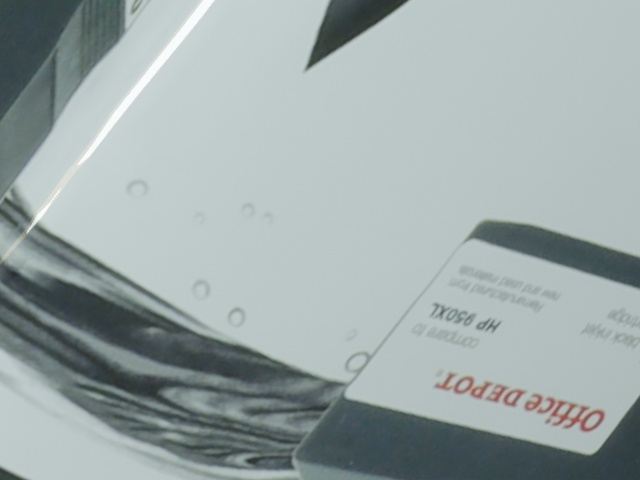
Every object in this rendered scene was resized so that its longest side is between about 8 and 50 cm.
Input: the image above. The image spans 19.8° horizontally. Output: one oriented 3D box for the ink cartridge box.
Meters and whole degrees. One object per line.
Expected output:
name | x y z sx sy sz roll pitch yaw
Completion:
ink cartridge box | 0.000 0.000 0.521 0.395 0.285 0.166 -52 43 6
